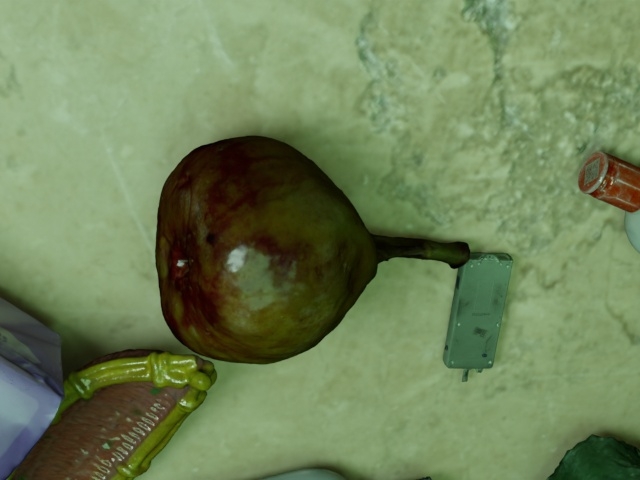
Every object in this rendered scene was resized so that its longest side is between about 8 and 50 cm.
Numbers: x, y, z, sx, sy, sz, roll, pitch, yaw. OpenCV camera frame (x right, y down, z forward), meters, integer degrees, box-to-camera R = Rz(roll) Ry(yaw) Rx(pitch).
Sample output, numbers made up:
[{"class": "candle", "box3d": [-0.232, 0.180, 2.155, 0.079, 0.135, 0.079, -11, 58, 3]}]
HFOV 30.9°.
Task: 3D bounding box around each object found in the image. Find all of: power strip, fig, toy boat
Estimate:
[{"class": "power strip", "box3d": [0.144, 0.072, 1.078, 0.051, 0.019, 0.136, 0, 114, -14]}, {"class": "fig", "box3d": [-0.006, 0.032, 0.951, 0.290, 0.190, 0.190, 28, 106, -36]}, {"class": "toy boat", "box3d": [-0.203, 0.184, 1.003, 0.141, 0.099, 0.318, 25, 119, -36]}]

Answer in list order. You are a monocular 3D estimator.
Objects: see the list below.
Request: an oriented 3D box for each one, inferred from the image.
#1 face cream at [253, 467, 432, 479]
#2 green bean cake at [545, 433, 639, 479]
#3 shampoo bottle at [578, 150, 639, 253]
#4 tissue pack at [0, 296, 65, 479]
[{"class": "face cream", "box3d": [-0.028, 0.286, 1.110, 0.291, 0.071, 0.144, -11, 116, -8]}, {"class": "green bean cake", "box3d": [0.320, 0.378, 1.176, 0.300, 0.169, 0.308, 26, 107, -20]}, {"class": "shampoo bottle", "box3d": [0.336, -0.025, 1.057, 0.221, 0.051, 0.108, 20, 111, -20]}, {"class": "tissue pack", "box3d": [-0.403, 0.096, 0.895, 0.338, 0.160, 0.242, 37, 100, -23]}]
